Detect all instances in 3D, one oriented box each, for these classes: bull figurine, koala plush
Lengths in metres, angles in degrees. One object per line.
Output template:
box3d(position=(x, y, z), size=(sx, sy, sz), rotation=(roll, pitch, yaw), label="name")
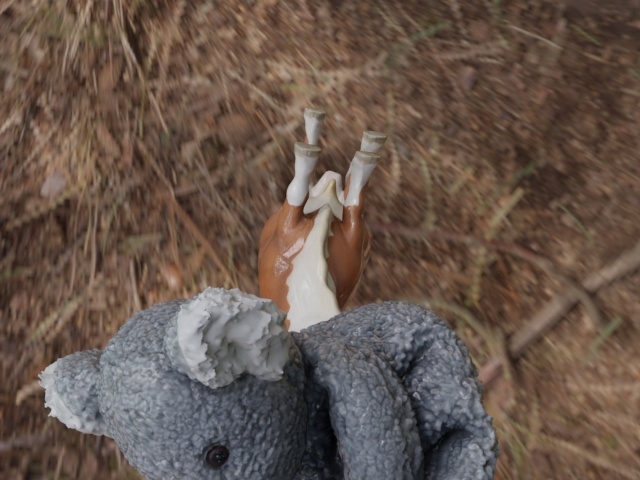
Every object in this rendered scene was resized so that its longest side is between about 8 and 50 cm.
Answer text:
box3d(position=(0.000, 0.000, 1.656), size=(0.101, 0.310, 0.188), rotation=(12, 104, -5), label="bull figurine")
box3d(position=(-0.033, 0.099, 1.047), size=(0.221, 0.196, 0.203), rotation=(26, 61, -29), label="koala plush")
